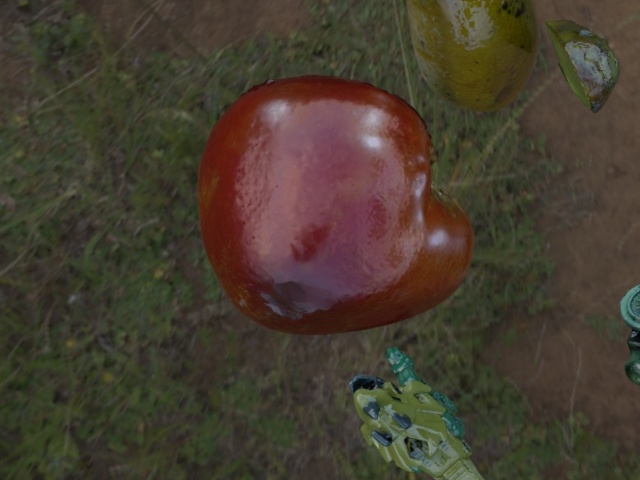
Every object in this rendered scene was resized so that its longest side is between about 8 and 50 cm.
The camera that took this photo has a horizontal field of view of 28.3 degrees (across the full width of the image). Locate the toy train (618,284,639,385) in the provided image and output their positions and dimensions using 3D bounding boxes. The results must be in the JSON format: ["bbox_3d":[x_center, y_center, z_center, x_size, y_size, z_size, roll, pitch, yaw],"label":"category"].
[{"bbox_3d":[0.387,0.046,1.194,0.159,0.248,0.101,16,150,42],"label":"toy train"}]

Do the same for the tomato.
[{"bbox_3d":[0.000,0.000,0.954,0.200,0.139,0.233,-10,130,33],"label":"tomato"}]

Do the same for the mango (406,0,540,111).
[{"bbox_3d":[0.182,-0.283,1.533,0.177,0.329,0.175,34,75,19],"label":"mango"}]

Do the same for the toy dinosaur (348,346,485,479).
[{"bbox_3d":[0.122,0.219,1.388,0.094,0.153,0.259,-43,110,13],"label":"toy dinosaur"}]

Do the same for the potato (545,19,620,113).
[{"bbox_3d":[0.309,-0.208,1.473,0.054,0.198,0.119,-29,84,9],"label":"potato"}]
